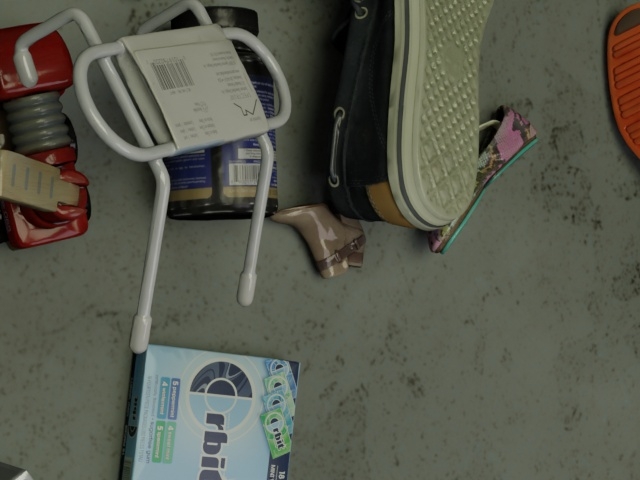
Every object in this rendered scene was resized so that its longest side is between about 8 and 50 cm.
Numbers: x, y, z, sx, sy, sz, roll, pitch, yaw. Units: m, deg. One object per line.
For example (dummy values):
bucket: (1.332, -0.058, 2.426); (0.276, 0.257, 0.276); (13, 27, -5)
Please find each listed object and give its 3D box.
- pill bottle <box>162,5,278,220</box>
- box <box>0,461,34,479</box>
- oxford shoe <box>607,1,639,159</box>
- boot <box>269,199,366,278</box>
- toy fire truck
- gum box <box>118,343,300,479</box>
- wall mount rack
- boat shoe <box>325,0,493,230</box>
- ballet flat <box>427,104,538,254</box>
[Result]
pill bottle: (-0.109, -0.133, 1.615); (0.122, 0.123, 0.219); (-1, 88, -28)
box: (-0.323, 0.388, 1.475); (0.231, 0.126, 0.262); (-38, 106, -26)
oxford shoe: (0.476, -0.136, 1.952); (0.132, 0.130, 0.364); (-26, 93, -60)
boot: (0.000, 0.000, 1.713); (0.118, 0.042, 0.087); (-10, 94, -28)
toy fire truck: (-0.285, -0.101, 1.448); (0.158, 0.246, 0.217); (-14, 94, -28)
gum box: (-0.118, 0.198, 1.638); (0.184, 0.041, 0.157); (10, 83, -28)
wall mount rack: (-0.138, -0.075, 1.429); (0.350, 0.130, 0.304); (-22, 86, -61)
boat shoe: (0.095, -0.244, 1.708); (0.186, 0.156, 0.500); (28, 62, -46)
ballet flat: (0.174, -0.078, 1.799); (0.079, 0.077, 0.221); (42, 64, -1)
